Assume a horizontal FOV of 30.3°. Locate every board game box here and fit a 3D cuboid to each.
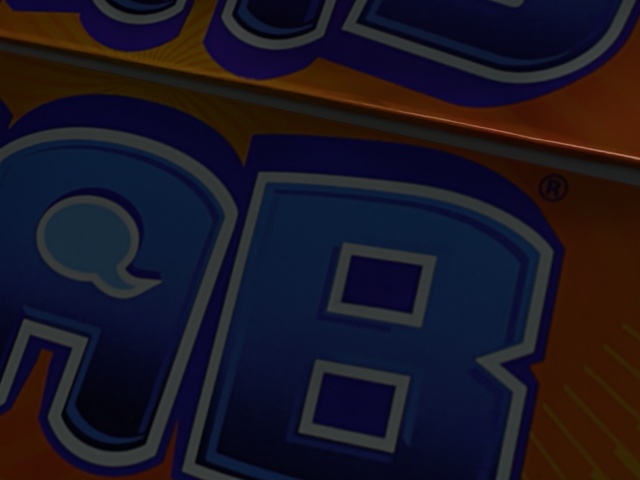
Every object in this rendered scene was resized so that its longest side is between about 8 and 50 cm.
[{"bbox_3d":[0.000,0.000,0.526,0.356,0.356,0.356,14,168,22],"label":"board game box"}]
